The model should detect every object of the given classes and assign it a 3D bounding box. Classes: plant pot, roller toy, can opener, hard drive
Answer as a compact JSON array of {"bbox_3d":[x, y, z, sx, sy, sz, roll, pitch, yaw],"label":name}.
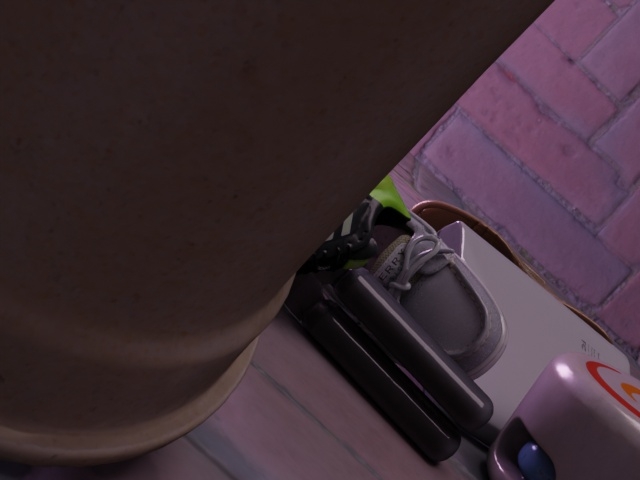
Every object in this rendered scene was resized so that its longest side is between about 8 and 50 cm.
[{"bbox_3d":[-0.056,-0.124,0.472,0.334,0.305,0.334,33,36,-28],"label":"plant pot"},{"bbox_3d":[0.251,0.204,1.001,0.191,0.146,0.209,37,14,19],"label":"roller toy"},{"bbox_3d":[0.031,0.059,0.967,0.283,0.076,0.095,46,12,11],"label":"can opener"},{"bbox_3d":[0.222,0.141,1.174,0.307,0.040,0.203,36,46,-32],"label":"hard drive"}]

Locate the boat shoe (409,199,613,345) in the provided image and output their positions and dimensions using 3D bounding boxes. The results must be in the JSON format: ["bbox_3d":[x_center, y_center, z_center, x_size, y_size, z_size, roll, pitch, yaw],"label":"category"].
[{"bbox_3d":[0.246,0.078,1.573,0.341,0.121,0.110,42,0,6],"label":"boat shoe"}]

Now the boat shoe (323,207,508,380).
[{"bbox_3d":[0.035,0.006,1.043,0.320,0.118,0.103,47,3,26],"label":"boat shoe"}]

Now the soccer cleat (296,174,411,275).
[{"bbox_3d":[0.000,0.000,0.901,0.072,0.179,0.060,52,-31,6],"label":"soccer cleat"}]
